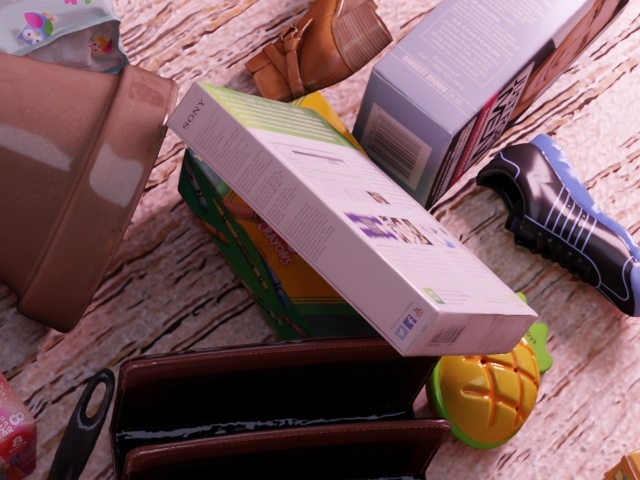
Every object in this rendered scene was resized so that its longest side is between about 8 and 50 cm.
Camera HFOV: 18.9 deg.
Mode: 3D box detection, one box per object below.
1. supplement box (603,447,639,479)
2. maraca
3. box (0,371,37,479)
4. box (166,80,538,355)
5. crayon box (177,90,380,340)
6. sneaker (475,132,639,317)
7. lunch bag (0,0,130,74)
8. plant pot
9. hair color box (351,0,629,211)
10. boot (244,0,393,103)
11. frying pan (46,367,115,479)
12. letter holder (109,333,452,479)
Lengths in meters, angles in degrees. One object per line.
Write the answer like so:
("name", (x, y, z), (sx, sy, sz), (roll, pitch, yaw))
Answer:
("supplement box", (0.404, 0.214, 1.909), (0.233, 0.078, 0.080), (-17, 71, -16))
("maraca", (0.169, 0.125, 1.902), (0.127, 0.099, 0.185), (55, 49, -16))
("box", (-0.404, 0.114, 1.784), (0.154, 0.142, 0.300), (-31, 73, -22))
("box", (0.031, -0.017, 1.762), (0.322, 0.232, 0.058), (45, 107, 23))
("crayon box", (0.000, 0.000, 1.929), (0.165, 0.081, 0.278), (-26, 68, -25))
("sneaker", (0.253, -0.003, 1.992), (0.090, 0.081, 0.232), (-27, 65, -17))
("lunch bag", (-0.357, -0.239, 1.960), (0.262, 0.160, 0.223), (-23, 73, -7))
("plant pot", (-0.286, -0.075, 1.807), (0.229, 0.263, 0.263), (25, 62, -11))
("hair color box", (0.195, -0.212, 2.020), (0.113, 0.185, 0.374), (40, 65, 11))
("boot", (-0.014, -0.223, 2.053), (0.152, 0.073, 0.197), (-33, 30, 10))
("frying pan", (-0.284, 0.278, 1.728), (0.197, 0.053, 0.326), (1, 84, -4))
("letter holder", (-0.031, 0.194, 1.767), (0.302, 0.214, 0.152), (-4, 65, -12))
